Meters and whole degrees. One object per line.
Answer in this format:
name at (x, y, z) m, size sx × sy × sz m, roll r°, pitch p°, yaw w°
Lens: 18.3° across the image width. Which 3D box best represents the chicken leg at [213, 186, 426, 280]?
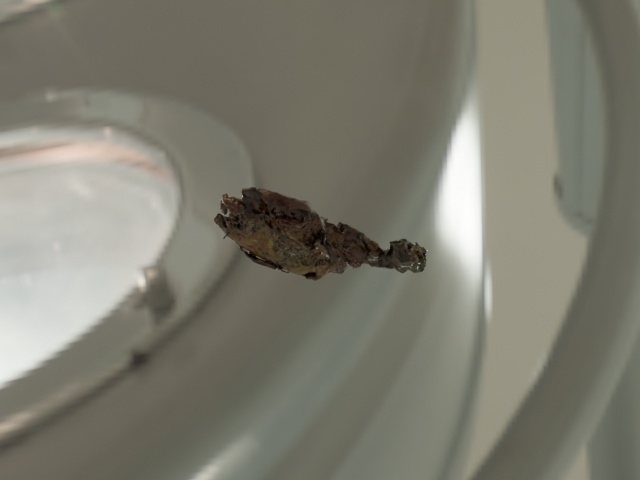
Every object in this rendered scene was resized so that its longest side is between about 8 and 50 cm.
chicken leg at (-0.002, 0.000, 0.757) m, size 0.083 × 0.036 × 0.021 m, roll 20°, pitch -128°, yaw -20°
